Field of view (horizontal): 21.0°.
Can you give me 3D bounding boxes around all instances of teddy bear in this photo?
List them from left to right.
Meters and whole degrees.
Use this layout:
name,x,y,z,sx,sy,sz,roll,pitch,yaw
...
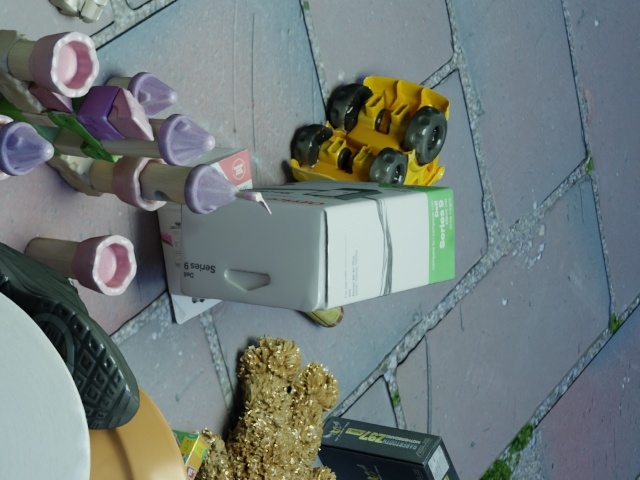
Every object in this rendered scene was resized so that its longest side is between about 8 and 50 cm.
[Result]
name,x,y,z,sx,sy,sz,roll,pitch,yaw
teddy bear,-0.068,0.289,2.198,0.338,0.113,0.245,-57,134,-32

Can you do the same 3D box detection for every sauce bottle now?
name,x,y,z,sx,sy,sz,roll,pitch,yaw
sauce bottle,-0.015,0.075,2.294,0.128,0.042,0.042,43,61,-51

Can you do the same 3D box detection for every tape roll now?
name,x,y,z,sx,sy,sz,roll,pitch,yaw
tape roll,-0.404,0.206,1.567,0.392,0.072,0.392,3,80,-20

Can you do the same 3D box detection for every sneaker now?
name,x,y,z,sx,sy,sz,roll,pitch,yaw
sneaker,-0.277,0.081,1.753,0.109,0.286,0.130,-54,159,17

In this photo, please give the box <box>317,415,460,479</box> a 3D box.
name,x,y,z,sx,sy,sz,roll,pitch,yaw
box,0.112,0.353,2.393,0.059,0.183,0.232,-53,135,-35

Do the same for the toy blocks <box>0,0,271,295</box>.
name,x,y,z,sx,sy,sz,roll,pitch,yaw
toy blocks,-0.213,-0.134,1.800,0.288,0.260,0.309,50,56,-45

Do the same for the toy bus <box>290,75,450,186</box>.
name,x,y,z,sx,sy,sz,roll,pitch,yaw
toy bus,0.070,-0.082,2.325,0.220,0.149,0.211,-47,147,-37

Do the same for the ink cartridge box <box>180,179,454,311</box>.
name,x,y,z,sx,sy,sz,roll,pitch,yaw
ink cartridge box,0.000,0.000,2.042,0.289,0.211,0.121,-10,103,-57

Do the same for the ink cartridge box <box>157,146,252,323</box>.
name,x,y,z,sx,sy,sz,roll,pitch,yaw
ink cartridge box,-0.133,-0.004,2.096,0.115,0.067,0.198,-29,118,-50

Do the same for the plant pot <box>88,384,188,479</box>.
name,x,y,z,sx,sy,sz,roll,pitch,yaw
plant pot,-0.292,0.288,1.769,0.203,0.291,0.290,-2,97,-37

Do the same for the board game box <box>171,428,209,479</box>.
name,x,y,z,sx,sy,sz,roll,pitch,yaw
board game box,-0.233,0.329,1.960,0.039,0.124,0.259,51,55,-48
